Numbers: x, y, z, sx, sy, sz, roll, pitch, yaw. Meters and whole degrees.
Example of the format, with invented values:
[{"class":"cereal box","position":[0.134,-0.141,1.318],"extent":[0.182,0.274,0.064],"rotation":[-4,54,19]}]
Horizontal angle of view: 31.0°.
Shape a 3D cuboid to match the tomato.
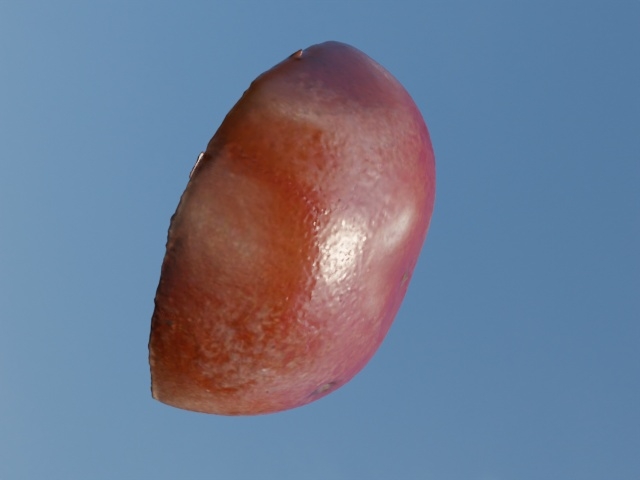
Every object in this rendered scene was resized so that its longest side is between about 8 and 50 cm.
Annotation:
[{"class":"tomato","position":[0.007,0.007,0.954],"extent":[0.143,0.338,0.338],"rotation":[27,-62,17]}]
